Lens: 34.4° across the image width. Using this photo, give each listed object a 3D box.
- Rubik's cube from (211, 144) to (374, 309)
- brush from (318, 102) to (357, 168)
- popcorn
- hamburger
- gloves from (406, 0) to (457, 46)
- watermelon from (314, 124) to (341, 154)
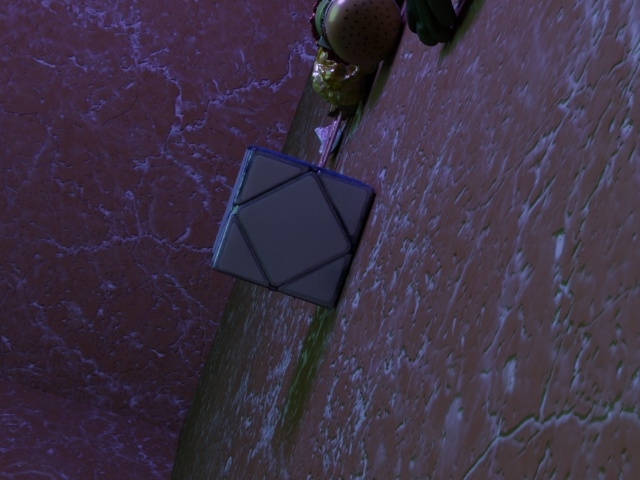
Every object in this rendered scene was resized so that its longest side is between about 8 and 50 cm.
[{"bbox_3d":[-0.050,-0.028,1.661,0.205,0.205,0.207,-136,67,-82],"label":"Rubik's cube"},{"bbox_3d":[0.037,-0.249,2.171,0.103,0.047,0.233,164,123,-78],"label":"brush"},{"bbox_3d":[0.047,-0.342,2.059,0.145,0.126,0.126,-54,-10,-21],"label":"popcorn"},{"bbox_3d":[0.073,-0.399,1.894,0.137,0.175,0.175,-124,52,-64],"label":"hamburger"},{"bbox_3d":[0.170,-0.375,1.350,0.135,0.107,0.268,-36,-22,-42],"label":"gloves"},{"bbox_3d":[0.009,-0.217,2.231,0.085,0.061,0.085,-53,11,15],"label":"watermelon"}]
